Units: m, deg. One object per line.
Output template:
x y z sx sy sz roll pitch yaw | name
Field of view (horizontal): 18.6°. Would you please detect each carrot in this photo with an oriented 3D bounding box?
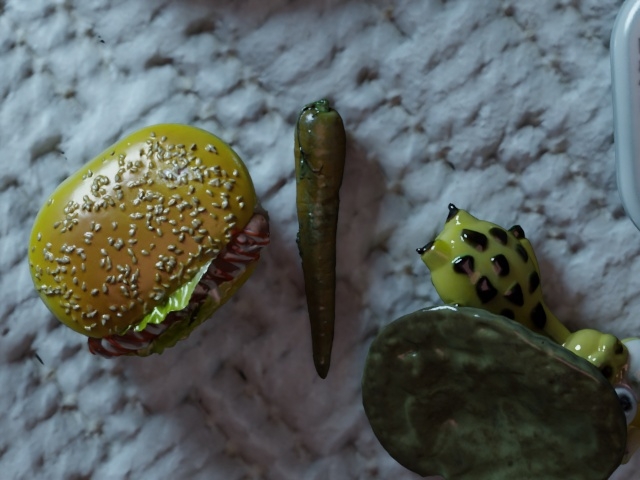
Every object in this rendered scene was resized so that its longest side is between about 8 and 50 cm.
0.000 0.000 1.739 0.049 0.049 0.254 -1 101 -1 | carrot

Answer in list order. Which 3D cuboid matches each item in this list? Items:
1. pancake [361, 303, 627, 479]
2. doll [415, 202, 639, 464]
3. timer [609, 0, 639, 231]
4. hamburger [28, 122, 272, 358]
0.151 0.145 1.708 0.236 0.042 0.222 1 123 25 | pancake
0.206 0.084 1.728 0.291 0.086 0.117 41 71 -5 | doll
0.373 -0.114 1.705 0.237 0.087 0.262 -4 97 0 | timer
-0.147 -0.001 1.699 0.210 0.116 0.173 -37 93 3 | hamburger
